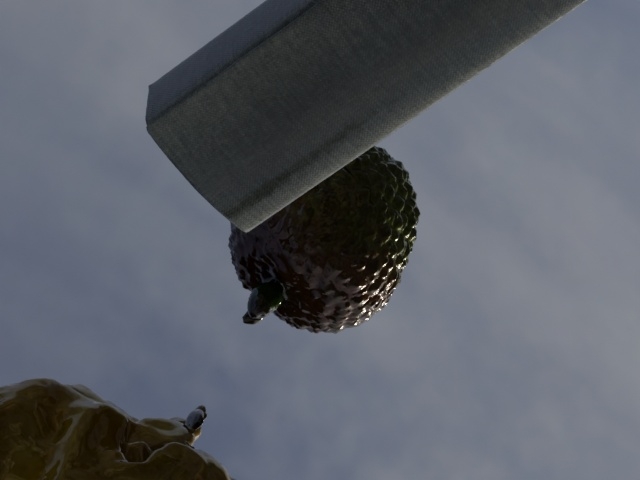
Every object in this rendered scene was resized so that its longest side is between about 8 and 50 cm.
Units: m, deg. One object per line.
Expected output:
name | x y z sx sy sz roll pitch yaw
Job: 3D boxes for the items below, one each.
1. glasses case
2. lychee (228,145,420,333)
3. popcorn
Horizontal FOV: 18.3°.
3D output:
glasses case | 0.027 -0.085 0.806 0.071 0.205 0.047 46 -155 -24
lychee | 0.000 0.000 1.216 0.114 0.114 0.146 43 -115 -1
popcorn | -0.135 0.192 1.250 0.253 0.190 0.191 14 -91 -25
